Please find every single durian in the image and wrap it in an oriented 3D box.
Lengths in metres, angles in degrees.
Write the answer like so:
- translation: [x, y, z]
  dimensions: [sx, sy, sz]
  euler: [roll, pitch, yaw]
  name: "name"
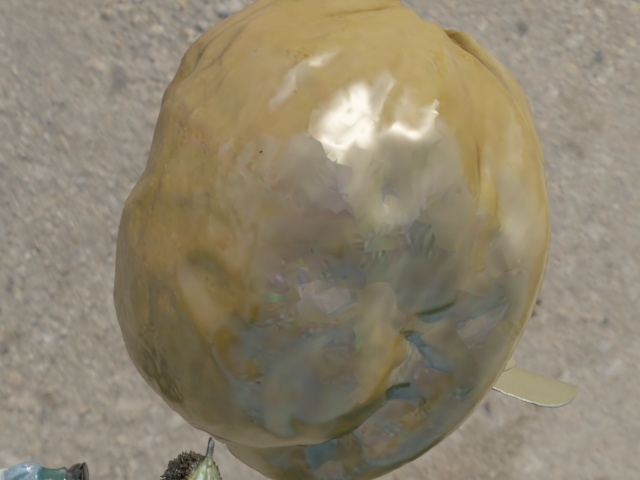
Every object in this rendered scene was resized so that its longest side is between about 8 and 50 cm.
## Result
- translation: [-0.146, 0.277, 1.587]
  dimensions: [0.071, 0.140, 0.110]
  euler: [-1, 156, 19]
  name: "durian"

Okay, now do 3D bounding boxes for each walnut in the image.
- translation: [0.001, -0.012, 1.175]
  dimensions: [0.384, 0.383, 0.383]
  euler: [-11, 119, -19]
  name: "walnut"

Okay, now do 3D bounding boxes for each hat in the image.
- translation: [0.226, 0.137, 1.840]
  dimensions: [0.173, 0.166, 0.144]
  euler: [-6, 87, -3]
  name: "hat"

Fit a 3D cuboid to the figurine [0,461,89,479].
- translation: [-0.267, 0.218, 1.226]
  dimensions: [0.149, 0.087, 0.086]
  euler: [-2, 110, 0]
  name: "figurine"
